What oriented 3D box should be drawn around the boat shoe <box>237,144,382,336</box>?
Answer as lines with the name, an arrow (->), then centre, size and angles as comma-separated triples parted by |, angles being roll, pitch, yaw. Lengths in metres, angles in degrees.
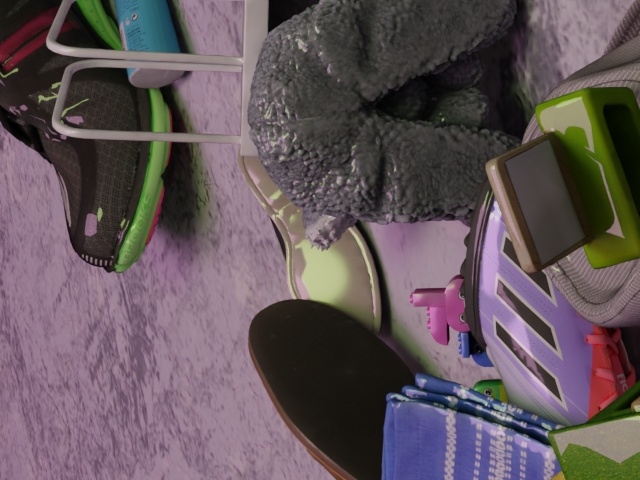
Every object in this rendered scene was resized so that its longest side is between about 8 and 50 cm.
boat shoe -> 0.000, 0.000, 1.613 | 0.206, 0.075, 0.065 | 63, -170, 15

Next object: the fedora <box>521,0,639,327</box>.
fedora -> 0.207, -0.043, 1.152 | 0.244, 0.124, 0.275 | 67, 149, 19

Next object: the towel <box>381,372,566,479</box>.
towel -> 0.177, 0.244, 1.264 | 0.336, 0.040, 0.243 | 20, 121, 29

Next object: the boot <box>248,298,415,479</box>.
boot -> 0.043, 0.174, 1.513 | 0.305, 0.112, 0.115 | 47, 151, 25

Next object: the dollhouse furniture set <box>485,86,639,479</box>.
dollhouse furniture set -> 0.247, -0.013, 0.942 | 0.301, 0.151, 0.198 | -18, 94, 36

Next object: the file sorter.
file sorter -> -0.124, -0.230, 1.542 | 0.193, 0.173, 0.278 | -93, 5, -66

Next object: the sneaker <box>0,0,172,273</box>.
sneaker -> -0.288, -0.167, 1.883 | 0.483, 0.202, 0.185 | 64, 148, 24

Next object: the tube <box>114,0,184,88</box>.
tube -> -0.173, -0.243, 1.820 | 0.080, 0.052, 0.207 | -40, 58, 51

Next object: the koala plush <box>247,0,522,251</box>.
koala plush -> 0.024, -0.089, 1.412 | 0.221, 0.203, 0.196 | 172, 88, -73

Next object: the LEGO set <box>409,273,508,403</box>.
LEGO set -> 0.096, 0.122, 1.406 | 0.087, 0.093, 0.227 | -50, -42, -77

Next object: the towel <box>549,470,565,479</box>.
towel -> 0.151, 0.183, 1.230 | 0.060, 0.009, 0.083 | 48, 130, 6

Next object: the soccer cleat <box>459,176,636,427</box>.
soccer cleat -> 0.170, 0.095, 1.302 | 0.116, 0.108, 0.318 | 9, 110, 45
